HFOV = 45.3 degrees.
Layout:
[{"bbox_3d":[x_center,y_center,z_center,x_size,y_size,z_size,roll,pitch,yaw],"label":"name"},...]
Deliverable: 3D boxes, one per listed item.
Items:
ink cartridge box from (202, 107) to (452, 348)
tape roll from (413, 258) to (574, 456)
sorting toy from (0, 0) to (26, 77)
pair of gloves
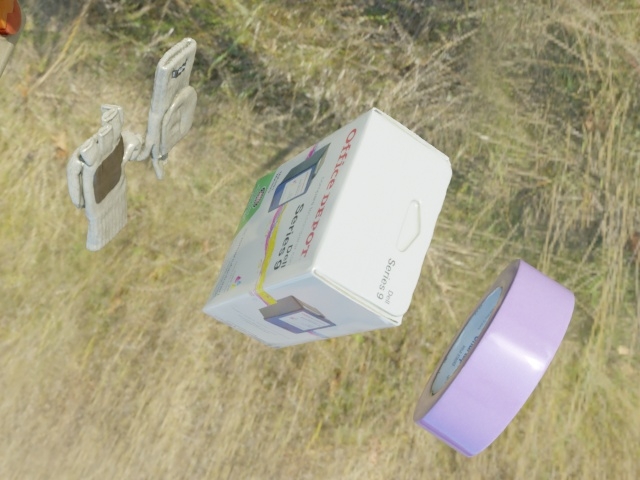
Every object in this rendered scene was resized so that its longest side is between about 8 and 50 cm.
[{"bbox_3d":[0.000,0.000,0.666,0.093,0.154,0.212,31,155,-23],"label":"ink cartridge box"},{"bbox_3d":[0.240,0.163,1.081,0.090,0.275,0.275,32,141,6],"label":"tape roll"},{"bbox_3d":[-0.484,-0.281,1.047,0.041,0.307,0.229,3,145,5],"label":"sorting toy"},{"bbox_3d":[-0.234,-0.121,0.959,0.042,0.240,0.204,27,147,8],"label":"pair of gloves"}]
